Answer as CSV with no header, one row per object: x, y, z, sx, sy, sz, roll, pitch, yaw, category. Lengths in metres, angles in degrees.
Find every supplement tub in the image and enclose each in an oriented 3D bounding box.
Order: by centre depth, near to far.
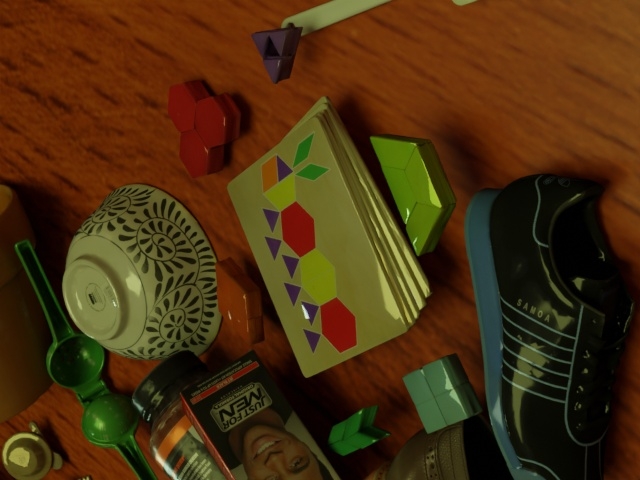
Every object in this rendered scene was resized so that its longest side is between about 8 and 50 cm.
-0.072,0.185,0.974,0.198,0.106,0.106,44,128,18,supplement tub

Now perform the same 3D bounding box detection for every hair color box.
-0.044,0.164,0.902,0.141,0.072,0.043,53,161,21,hair color box

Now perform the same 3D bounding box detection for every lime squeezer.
-0.205,0.141,1.090,0.110,0.059,0.310,-27,92,54,lime squeezer

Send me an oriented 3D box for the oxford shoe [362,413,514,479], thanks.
0.171,0.281,0.799,0.364,0.130,0.133,49,124,15,oxford shoe

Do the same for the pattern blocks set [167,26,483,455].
0.000,0.000,0.867,0.285,0.026,0.325,-19,87,51,pattern blocks set

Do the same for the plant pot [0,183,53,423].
-0.352,0.075,1.119,0.205,0.205,0.188,1,122,39,plant pot

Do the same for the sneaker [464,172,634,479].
0.161,0.071,0.754,0.090,0.081,0.232,-9,97,48,sneaker

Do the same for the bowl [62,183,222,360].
-0.174,0.042,1.024,0.170,0.080,0.170,16,116,35,bowl

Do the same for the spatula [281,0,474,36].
0.039,-0.229,0.791,0.242,0.019,0.168,-12,99,41,spatula

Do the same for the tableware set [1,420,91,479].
-0.317,0.279,1.220,0.168,0.020,0.141,-35,93,11,tableware set
